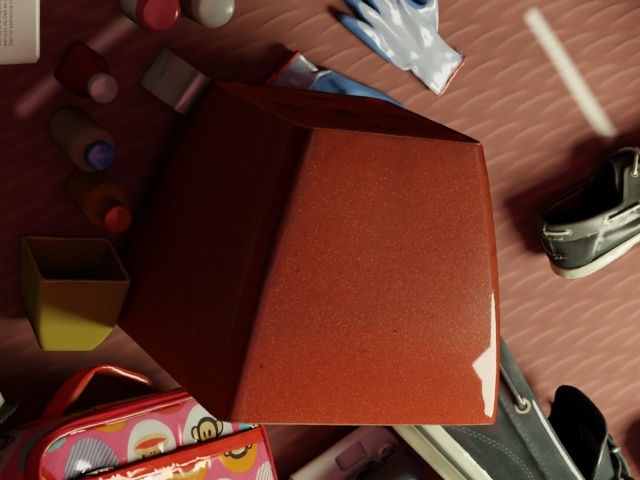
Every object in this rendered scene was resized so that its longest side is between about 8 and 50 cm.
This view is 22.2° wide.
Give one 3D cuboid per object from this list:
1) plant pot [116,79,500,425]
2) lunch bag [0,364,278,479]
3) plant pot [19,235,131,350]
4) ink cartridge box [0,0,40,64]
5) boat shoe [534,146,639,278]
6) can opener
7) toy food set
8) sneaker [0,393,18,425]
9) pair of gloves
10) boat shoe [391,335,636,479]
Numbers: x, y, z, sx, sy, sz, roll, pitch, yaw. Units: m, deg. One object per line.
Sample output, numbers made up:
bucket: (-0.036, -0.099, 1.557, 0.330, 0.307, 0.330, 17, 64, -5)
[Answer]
plant pot: (0.000, 0.000, 1.401, 0.267, 0.267, 0.235, 3, 106, -29)
lunch bag: (-0.163, 0.235, 1.439, 0.293, 0.120, 0.258, -11, 87, -51)
plant pot: (-0.222, 0.051, 1.437, 0.082, 0.081, 0.083, 2, 118, -25)
ink cartridge box: (-0.360, -0.236, 1.245, 0.273, 0.115, 0.198, -4, 110, -23)
boat shoe: (0.319, -0.056, 1.637, 0.233, 0.084, 0.079, -34, 119, -6)
can opener: (-0.029, 0.284, 1.598, 0.283, 0.095, 0.076, -35, 119, -9)
toy food set: (-0.154, -0.127, 1.384, 0.111, 0.104, 0.232, 35, 92, -30)
sneaker: (-0.470, 0.176, 1.366, 0.410, 0.158, 0.182, -29, 87, -10)
pair of gloves: (0.048, -0.160, 1.512, 0.159, 0.023, 0.198, 39, 91, -30)
boat shoe: (0.240, 0.239, 1.656, 0.156, 0.187, 0.500, -43, 115, 2)
